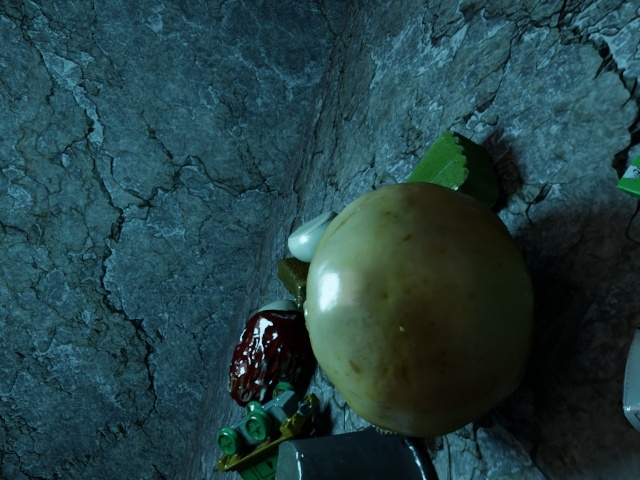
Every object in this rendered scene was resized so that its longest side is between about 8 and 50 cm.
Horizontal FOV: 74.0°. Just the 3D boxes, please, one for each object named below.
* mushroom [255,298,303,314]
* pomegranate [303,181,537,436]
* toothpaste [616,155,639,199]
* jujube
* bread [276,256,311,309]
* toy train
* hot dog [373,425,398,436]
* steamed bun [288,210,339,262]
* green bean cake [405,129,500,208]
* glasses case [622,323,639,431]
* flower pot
[{"bbox_3d":[-0.164,0.332,1.687,0.206,0.207,0.209,-53,43,40],"label":"mushroom"},{"bbox_3d":[0.147,0.115,0.722,0.411,0.412,0.411,-54,24,39],"label":"pomegranate"},{"bbox_3d":[0.468,-0.034,0.469,0.266,0.065,0.050,-116,46,-64],"label":"toothpaste"},{"bbox_3d":[-0.175,0.409,1.486,0.376,0.259,0.258,-63,17,-12],"label":"jujube"},{"bbox_3d":[-0.047,0.144,1.543,0.416,0.166,0.113,-147,57,-72],"label":"bread"},{"bbox_3d":[-0.142,0.602,1.264,0.429,0.249,0.178,-40,-6,30],"label":"toy train"},{"bbox_3d":[0.143,0.306,0.923,0.252,0.131,0.069,-92,0,-55],"label":"hot dog"},{"bbox_3d":[0.000,0.000,1.576,0.232,0.145,0.232,-31,10,6],"label":"steamed bun"},{"bbox_3d":[0.279,-0.103,0.981,0.248,0.125,0.222,-51,24,38],"label":"green bean cake"},{"bbox_3d":[0.439,0.113,0.374,0.308,0.083,0.128,-39,30,57],"label":"glasses case"},{"bbox_3d":[0.029,0.537,0.829,0.379,0.251,0.379,-53,25,37],"label":"flower pot"}]
